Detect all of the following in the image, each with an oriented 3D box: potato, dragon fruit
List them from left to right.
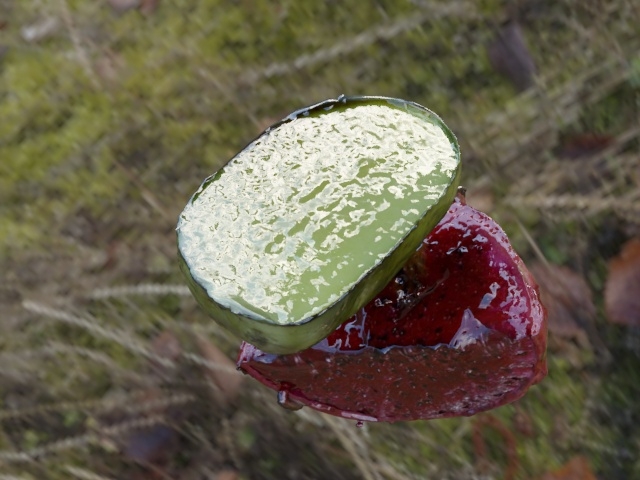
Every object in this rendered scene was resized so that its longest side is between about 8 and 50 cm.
[{"bbox_3d":[0.000,0.000,1.511,0.160,0.111,0.272,25,50,24],"label":"potato"},{"bbox_3d":[0.084,0.043,1.640,0.262,0.134,0.212,-3,63,24],"label":"dragon fruit"}]
